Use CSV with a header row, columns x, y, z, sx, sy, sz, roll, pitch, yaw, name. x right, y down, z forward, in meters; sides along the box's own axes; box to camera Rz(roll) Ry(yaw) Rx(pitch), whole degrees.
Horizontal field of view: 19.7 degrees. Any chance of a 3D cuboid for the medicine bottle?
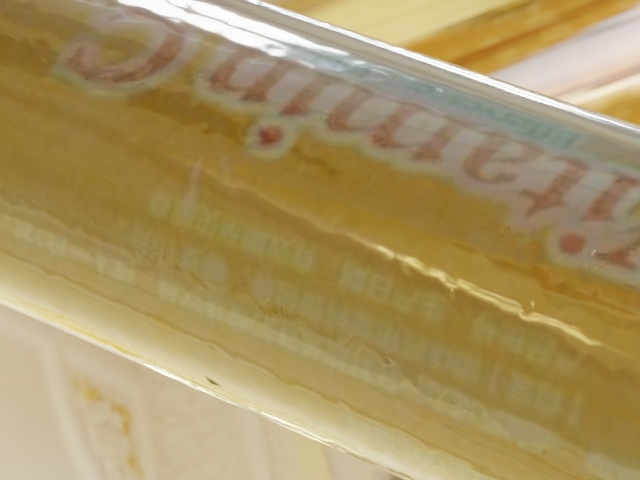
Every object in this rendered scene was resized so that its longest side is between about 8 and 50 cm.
x,y,z,sx,sy,sz,roll,pitch,yaw,name
0.000,0.000,0.420,0.108,0.426,0.108,-47,-31,-40,medicine bottle
